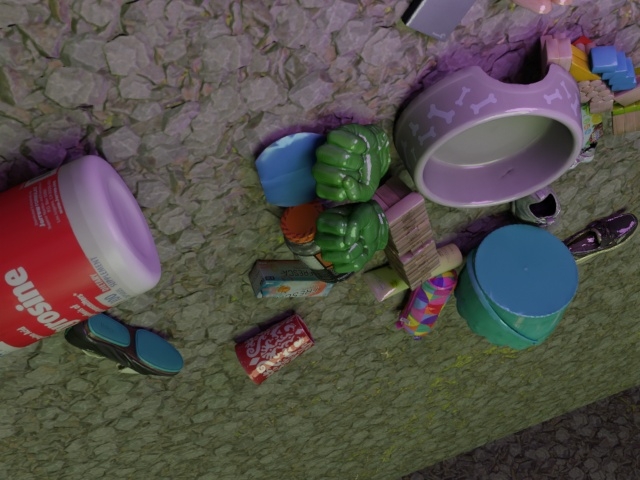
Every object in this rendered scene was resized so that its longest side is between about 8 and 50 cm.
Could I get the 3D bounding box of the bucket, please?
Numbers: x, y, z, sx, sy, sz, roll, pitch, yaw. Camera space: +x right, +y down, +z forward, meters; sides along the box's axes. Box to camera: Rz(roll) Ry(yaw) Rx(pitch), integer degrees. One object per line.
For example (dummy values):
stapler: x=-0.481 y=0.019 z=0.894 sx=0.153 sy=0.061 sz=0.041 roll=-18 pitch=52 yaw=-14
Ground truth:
bucket: x=0.469 y=0.107 z=1.605 sx=0.281 sy=0.281 sz=0.183 roll=-18 pitch=154 yaw=-10

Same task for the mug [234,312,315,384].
mug: x=-0.110 y=0.252 z=1.636 sx=0.169 sy=0.150 sz=0.113 roll=-33 pitch=108 yaw=3

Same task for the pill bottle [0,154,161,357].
pill bottle: x=-0.476 y=0.050 z=1.018 sx=0.408 sy=0.229 sz=0.229 roll=-25 pitch=145 yaw=-1

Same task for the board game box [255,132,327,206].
board game box: x=-0.049 y=-0.135 z=1.212 sx=0.133 sy=0.033 sz=0.168 roll=-19 pitch=138 yaw=-5

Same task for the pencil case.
pencil case: x=0.274 y=0.155 z=1.726 sx=0.105 sy=0.104 sz=0.236 roll=-8 pitch=140 yaw=-23

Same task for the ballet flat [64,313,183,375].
ballet flat: x=-0.418 y=0.225 z=1.410 sx=0.096 sy=0.095 sz=0.280 roll=-29 pitch=136 yaw=22

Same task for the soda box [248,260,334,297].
soda box: x=-0.060 y=0.084 z=1.458 sx=0.183 sy=0.063 sz=0.058 roll=1 pitch=136 yaw=-33

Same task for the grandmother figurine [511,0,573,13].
grandmother figurine: x=0.368 y=-0.501 z=0.944 sx=0.208 sy=0.104 sz=0.342 roll=-36 pitch=152 yaw=-36

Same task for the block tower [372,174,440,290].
block tower: x=0.180 y=-0.011 z=1.426 sx=0.091 sy=0.097 sz=0.335 roll=-38 pitch=151 yaw=-5

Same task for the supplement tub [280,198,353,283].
supplement tub: x=0.000 y=0.000 z=1.340 sx=0.117 sy=0.117 sz=0.190 roll=-30 pitch=144 yaw=6

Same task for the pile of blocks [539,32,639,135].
pile of blocks: x=0.539 y=-0.318 z=1.240 sx=0.362 sy=0.112 sz=0.149 roll=18 pitch=153 yaw=-37

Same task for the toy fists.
toy fists: x=0.057 y=-0.072 z=1.202 sx=0.142 sy=0.096 sz=0.279 roll=-22 pitch=123 yaw=-36

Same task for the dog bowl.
dog bowl: x=0.316 y=-0.179 z=1.235 sx=0.349 sy=0.102 sz=0.348 roll=-6 pitch=151 yaw=-3

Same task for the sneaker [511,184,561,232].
sneaker: x=0.508 y=-0.071 z=1.558 sx=0.105 sy=0.115 sz=0.281 roll=-36 pitch=144 yaw=15

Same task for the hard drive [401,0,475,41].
hard drive: x=0.201 y=-0.384 z=1.048 sx=0.094 sy=0.022 sz=0.135 roll=8 pitch=134 yaw=-38

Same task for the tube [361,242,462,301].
tube: x=0.225 y=0.073 z=1.603 sx=0.240 sy=0.062 sz=0.070 roll=-20 pitch=-172 yaw=-14

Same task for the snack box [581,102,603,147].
snack box: x=0.547 y=-0.247 z=1.423 sx=0.100 sy=0.037 sz=0.141 roll=-30 pitch=144 yaw=9

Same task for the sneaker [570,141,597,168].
sneaker: x=0.584 y=-0.202 z=1.508 sx=0.098 sy=0.038 sz=0.069 roll=-22 pitch=144 yaw=-21

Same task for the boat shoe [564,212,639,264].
boat shoe: x=0.766 y=-0.007 z=1.830 sx=0.224 sy=0.080 sz=0.073 roll=-31 pitch=150 yaw=16
